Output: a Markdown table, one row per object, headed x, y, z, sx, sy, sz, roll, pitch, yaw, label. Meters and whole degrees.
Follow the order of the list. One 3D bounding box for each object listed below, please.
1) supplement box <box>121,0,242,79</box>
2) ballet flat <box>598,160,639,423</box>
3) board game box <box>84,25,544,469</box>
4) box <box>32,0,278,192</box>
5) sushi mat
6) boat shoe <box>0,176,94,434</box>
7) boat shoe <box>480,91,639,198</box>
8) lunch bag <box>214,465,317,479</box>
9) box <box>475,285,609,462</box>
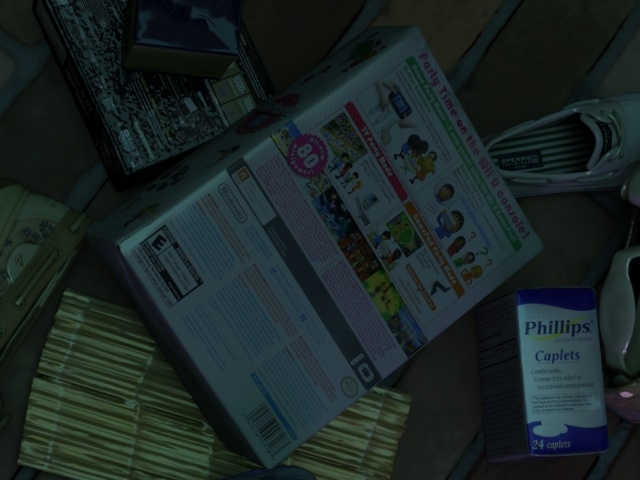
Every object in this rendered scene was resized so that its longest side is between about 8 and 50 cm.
| x | y | z | sx | sy | sz | roll | pitch | yaw | label |
| --- | --- | --- | --- | --- | --- | --- | --- | --- | --- |
| -0.111 | -0.168 | 1.416 | 0.083 | 0.083 | 0.056 | 6 | 79 | -13 | supplement box |
| 0.297 | 0.000 | 1.517 | 0.106 | 0.107 | 0.316 | 15 | 87 | -38 | ballet flat |
| 0.000 | 0.000 | 1.442 | 0.303 | 0.097 | 0.224 | -36 | 108 | -16 | board game box |
| -0.137 | -0.153 | 1.493 | 0.147 | 0.077 | 0.180 | -25 | 87 | -16 | box |
| -0.085 | 0.155 | 1.481 | 0.316 | 0.019 | 0.151 | 18 | 76 | -9 | sushi mat |
| -0.266 | 0.090 | 1.409 | 0.089 | 0.104 | 0.285 | 21 | 76 | -5 | boat shoe |
| 0.234 | -0.080 | 1.563 | 0.226 | 0.076 | 0.083 | -18 | 85 | -15 | boat shoe |
| -0.084 | 0.281 | 1.397 | 0.219 | 0.090 | 0.176 | -12 | 117 | -14 | lunch bag |
| 0.183 | 0.113 | 1.492 | 0.072 | 0.126 | 0.137 | -2 | 81 | -12 | box |
